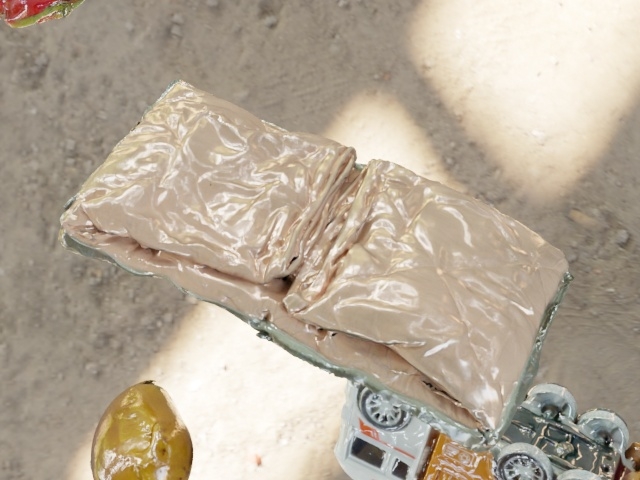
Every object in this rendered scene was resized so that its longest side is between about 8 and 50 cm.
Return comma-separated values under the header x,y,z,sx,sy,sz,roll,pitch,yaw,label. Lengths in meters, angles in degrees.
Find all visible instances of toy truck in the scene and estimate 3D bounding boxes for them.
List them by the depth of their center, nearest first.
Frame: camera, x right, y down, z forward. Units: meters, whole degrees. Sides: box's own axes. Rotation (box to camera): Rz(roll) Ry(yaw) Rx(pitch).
x,y,z,sx,sy,sz,roll,pitch,yaw,label
0.209,0.284,1.368,0.388,0.173,0.207,24,121,15,toy truck

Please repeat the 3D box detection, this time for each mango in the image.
x,y,z,sx,sy,sz,roll,pitch,yaw,label
-0.124,0.148,0.750,0.077,0.063,0.127,-38,28,7,mango

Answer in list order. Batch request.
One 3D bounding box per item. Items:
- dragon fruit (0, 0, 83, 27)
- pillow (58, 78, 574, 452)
x,y,z,sx,sy,sz,roll,pitch,yaw,label
-0.281,-0.293,1.009,0.160,0.166,0.172,13,75,47,dragon fruit
0.000,0.000,0.501,0.233,0.126,0.043,25,137,12,pillow
